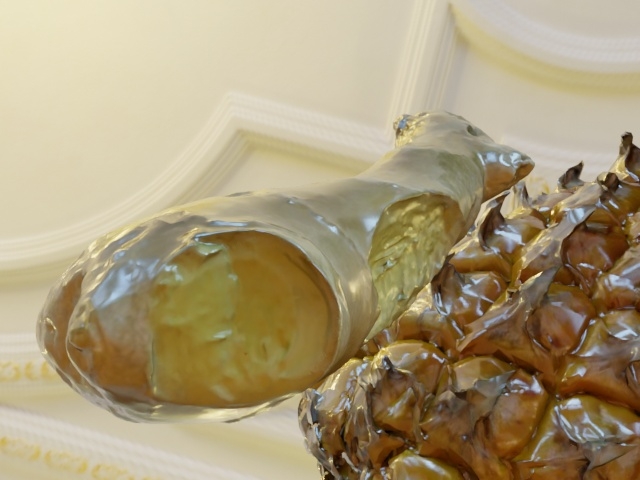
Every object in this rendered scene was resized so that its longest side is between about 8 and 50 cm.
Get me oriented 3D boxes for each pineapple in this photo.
[{"bbox_3d":[0.162,0.134,0.662,0.300,0.352,0.352,-32,-79,-12],"label":"pineapple"}]

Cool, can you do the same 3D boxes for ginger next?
[{"bbox_3d":[0.000,0.000,0.466,0.131,0.294,0.086,-16,-79,36],"label":"ginger"}]
